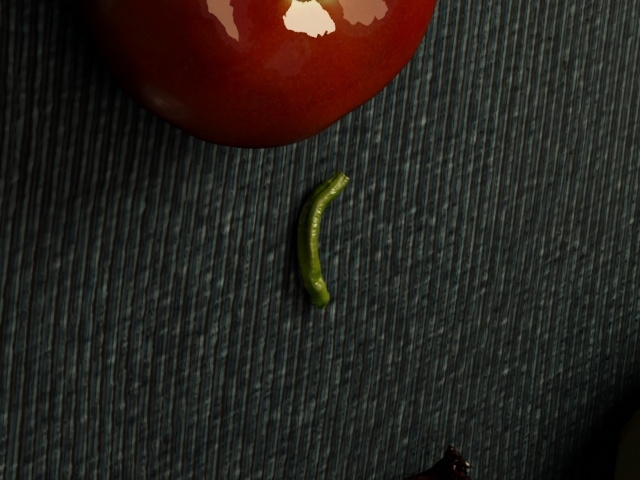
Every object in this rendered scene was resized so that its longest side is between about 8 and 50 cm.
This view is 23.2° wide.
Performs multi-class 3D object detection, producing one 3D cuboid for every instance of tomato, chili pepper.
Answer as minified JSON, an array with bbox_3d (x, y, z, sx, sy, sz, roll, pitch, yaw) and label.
[{"bbox_3d":[-0.033,-0.142,0.797,0.195,0.136,0.195,-6,101,-31],"label":"tomato"},{"bbox_3d":[-0.001,0.000,0.916,0.030,0.017,0.083,-4,103,-34],"label":"chili pepper"}]

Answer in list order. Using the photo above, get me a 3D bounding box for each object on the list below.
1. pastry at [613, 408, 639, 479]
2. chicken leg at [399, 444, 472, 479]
[{"bbox_3d":[0.383,0.186,1.016,0.388,0.388,0.312,-53,161,-15],"label":"pastry"},{"bbox_3d":[0.032,0.188,0.941,0.234,0.063,0.105,-11,99,-32],"label":"chicken leg"}]
